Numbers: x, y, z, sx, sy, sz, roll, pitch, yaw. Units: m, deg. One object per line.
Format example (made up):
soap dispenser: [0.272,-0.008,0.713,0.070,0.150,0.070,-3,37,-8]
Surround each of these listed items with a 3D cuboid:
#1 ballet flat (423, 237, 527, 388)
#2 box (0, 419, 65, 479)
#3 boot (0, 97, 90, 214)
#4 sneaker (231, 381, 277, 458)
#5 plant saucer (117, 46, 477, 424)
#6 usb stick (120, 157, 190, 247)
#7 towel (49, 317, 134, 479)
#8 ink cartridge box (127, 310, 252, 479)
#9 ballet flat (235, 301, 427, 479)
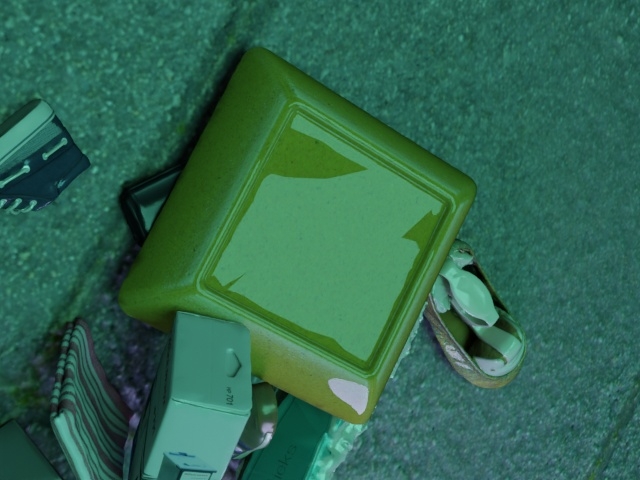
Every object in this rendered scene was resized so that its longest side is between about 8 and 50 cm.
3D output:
ballet flat: [0.217,0.111,1.273,0.123,0.123,0.348,-49,124,-14]
box: [-0.371,0.388,0.910,0.345,0.168,0.215,-38,120,-20]
boot: [-0.316,-0.048,0.894,0.190,0.069,0.086,-45,120,-19]
sneaker: [-0.115,0.220,1.050,0.086,0.192,0.064,-7,65,-24]
plant saucer: [0.000,0.000,1.010,0.333,0.081,0.332,29,81,-18]
usb stick: [-0.098,-0.079,1.052,0.278,0.045,0.077,-30,109,-25]
towel: [-0.232,0.183,0.941,0.029,0.197,0.144,-19,115,-1]
ink cartridge box: [-0.136,0.190,0.923,0.082,0.139,0.190,14,119,-13]
ballet flat: [0.019,0.179,1.168,0.147,0.147,0.408,33,86,-36]
